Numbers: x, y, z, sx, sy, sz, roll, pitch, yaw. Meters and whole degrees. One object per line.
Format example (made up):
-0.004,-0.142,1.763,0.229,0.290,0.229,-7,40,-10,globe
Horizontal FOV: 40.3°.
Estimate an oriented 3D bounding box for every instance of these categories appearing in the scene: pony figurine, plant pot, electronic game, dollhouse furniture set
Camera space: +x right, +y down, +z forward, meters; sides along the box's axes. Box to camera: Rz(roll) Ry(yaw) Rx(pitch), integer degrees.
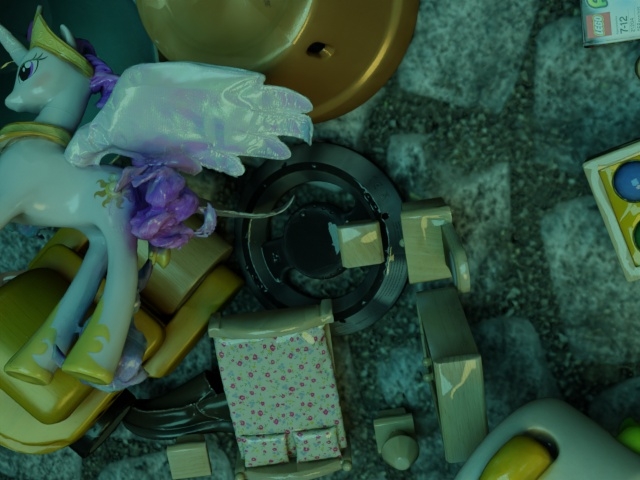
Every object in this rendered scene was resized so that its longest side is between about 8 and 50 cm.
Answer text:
-0.205,-0.044,0.838,0.350,0.303,0.364,17,65,-3,pony figurine
-0.360,-0.223,1.017,0.195,0.290,0.290,47,115,44,plant pot
0.000,0.000,1.019,0.229,0.048,0.229,5,101,25,electronic game
-0.060,-0.266,0.917,0.290,0.203,0.291,3,99,20,plant pot
-0.018,0.139,0.913,0.355,0.174,0.303,-8,111,2,dollhouse furniture set

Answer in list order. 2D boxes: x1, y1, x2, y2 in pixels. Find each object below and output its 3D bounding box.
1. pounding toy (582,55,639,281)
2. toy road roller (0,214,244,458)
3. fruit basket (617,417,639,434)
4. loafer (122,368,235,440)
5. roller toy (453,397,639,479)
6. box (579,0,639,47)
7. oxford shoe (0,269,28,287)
0.353,-0.089,0.855,0.181,0.094,0.206,-21,91,21,pounding toy
-0.254,0.085,0.970,0.202,0.240,0.329,40,83,2,toy road roller
0.462,0.289,0.804,0.391,0.283,0.392,1,105,3,fruit basket
-0.143,0.199,1.093,0.219,0.080,0.078,-6,92,11,loafer
0.204,0.249,0.802,0.146,0.209,0.191,36,120,35,roller toy
0.310,-0.303,0.867,0.114,0.036,0.207,-5,97,20,box
-0.432,0.134,1.161,0.396,0.146,0.141,-16,79,4,oxford shoe
